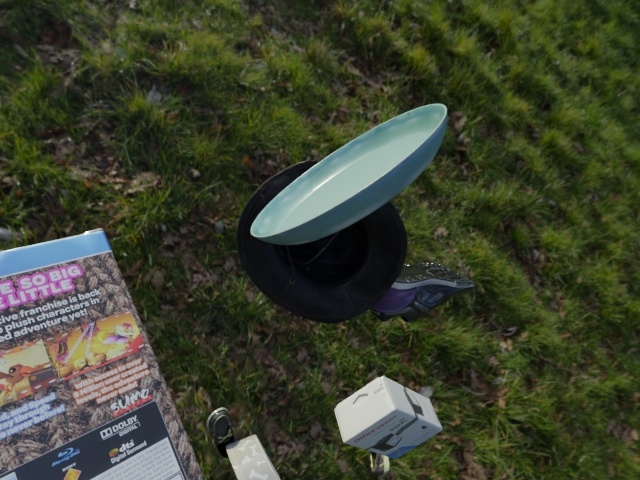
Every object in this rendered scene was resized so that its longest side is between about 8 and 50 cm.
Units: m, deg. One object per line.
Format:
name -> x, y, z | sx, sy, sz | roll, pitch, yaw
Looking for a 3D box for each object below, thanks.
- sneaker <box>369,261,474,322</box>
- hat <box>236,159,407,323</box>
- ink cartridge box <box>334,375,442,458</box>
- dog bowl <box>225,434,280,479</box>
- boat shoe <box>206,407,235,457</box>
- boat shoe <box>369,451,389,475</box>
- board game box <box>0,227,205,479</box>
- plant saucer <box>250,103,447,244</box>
sneaker -> 0.230, 0.125, 0.970 | 0.284, 0.124, 0.107 | 3, 22, -29
hat -> 0.000, 0.000, 0.853 | 0.332, 0.134, 0.330 | -1, 101, -5
ink cartridge box -> 0.236, 0.616, 1.430 | 0.307, 0.223, 0.129 | 36, 22, -36
dog bowl -> -0.178, 0.788, 1.328 | 0.102, 0.348, 0.348 | -28, 67, -19
boat shoe -> -0.320, 0.639, 1.374 | 0.081, 0.227, 0.069 | -23, 45, -29
boat shoe -> 0.229, 0.841, 1.705 | 0.074, 0.080, 0.223 | 13, 44, -19
board game box -> -0.276, 0.168, 0.376 | 0.232, 0.141, 0.290 | -17, 75, -39
plant saucer -> 0.041, -0.089, 0.598 | 0.317, 0.318, 0.043 | -48, 113, -35
